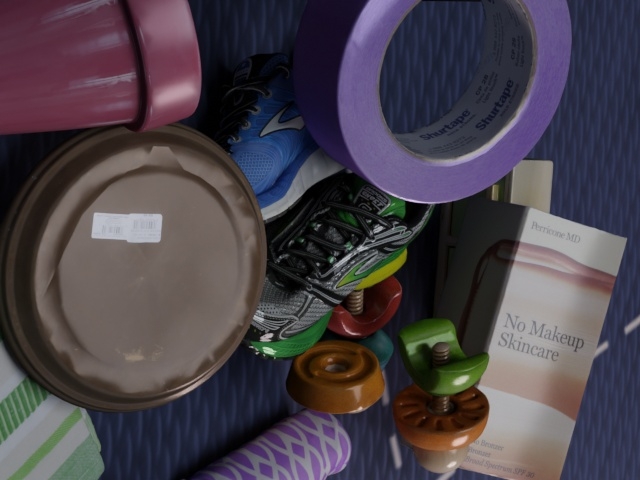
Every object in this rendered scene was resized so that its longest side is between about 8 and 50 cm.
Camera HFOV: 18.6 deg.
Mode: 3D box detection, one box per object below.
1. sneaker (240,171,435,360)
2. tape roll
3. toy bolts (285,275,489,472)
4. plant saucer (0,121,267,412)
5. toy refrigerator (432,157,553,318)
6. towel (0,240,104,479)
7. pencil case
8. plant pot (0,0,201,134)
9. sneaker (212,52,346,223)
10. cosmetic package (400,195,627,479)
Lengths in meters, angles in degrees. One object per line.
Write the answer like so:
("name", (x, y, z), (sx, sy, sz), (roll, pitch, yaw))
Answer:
("sneaker", (0.000, 0.000, 2.003), (0.343, 0.134, 0.146), (-39, 167, -46))
("tape roll", (0.112, -0.179, 1.922), (0.275, 0.090, 0.274), (-14, 118, -28))
("toy bolts", (0.046, 0.157, 2.075), (0.218, 0.228, 0.158), (-13, 123, -22))
("plant saucer", (-0.164, 0.026, 1.785), (0.278, 0.041, 0.277), (-6, 103, -30))
("toy refrigerator", (0.198, 0.035, 2.309), (0.094, 0.102, 0.269), (-1, 98, -50))
("towel", (-0.326, 0.159, 1.744), (0.248, 0.038, 0.324), (-46, 131, -34))
("pencil case", (-0.056, 0.248, 2.051), (0.206, 0.086, 0.088), (-26, 150, -43))
("plant pot", (-0.223, -0.177, 1.685), (0.180, 0.201, 0.201), (-19, 113, -20))
("sneaker", (-0.072, -0.103, 1.961), (0.330, 0.130, 0.147), (-37, 109, -45))
("cosmetic package", (0.216, 0.113, 2.185), (0.153, 0.129, 0.296), (15, 89, -27))
